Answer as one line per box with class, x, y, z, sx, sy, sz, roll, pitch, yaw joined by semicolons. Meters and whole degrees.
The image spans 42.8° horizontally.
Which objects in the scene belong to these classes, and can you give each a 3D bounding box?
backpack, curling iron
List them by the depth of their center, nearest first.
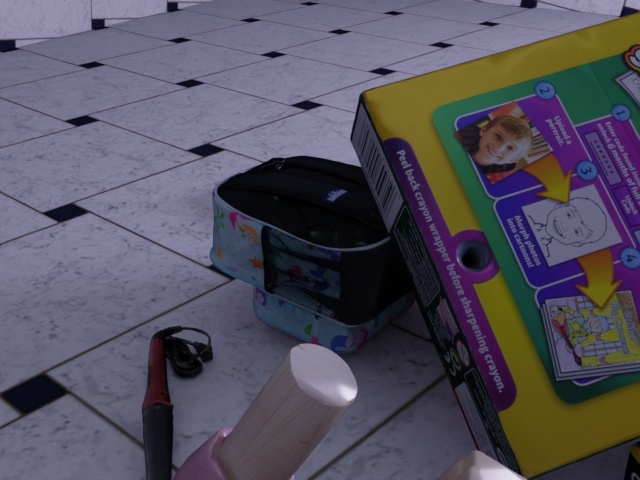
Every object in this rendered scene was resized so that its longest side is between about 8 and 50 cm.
curling iron;-0.147;0.164;0.805;0.068;0.035;0.274;-2;26;-3
backpack;0.000;0.000;0.959;0.254;0.191;0.225;23;32;27

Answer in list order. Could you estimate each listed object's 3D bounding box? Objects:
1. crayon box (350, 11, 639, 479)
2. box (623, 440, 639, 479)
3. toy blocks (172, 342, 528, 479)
crayon box;0.239;-0.005;0.748;0.313;0.106;0.362;-17;72;-11
box;0.434;0.236;0.605;0.322;0.079;0.257;-6;25;-10
toy blocks;0.021;0.274;0.390;0.309;0.260;0.288;31;30;-5
